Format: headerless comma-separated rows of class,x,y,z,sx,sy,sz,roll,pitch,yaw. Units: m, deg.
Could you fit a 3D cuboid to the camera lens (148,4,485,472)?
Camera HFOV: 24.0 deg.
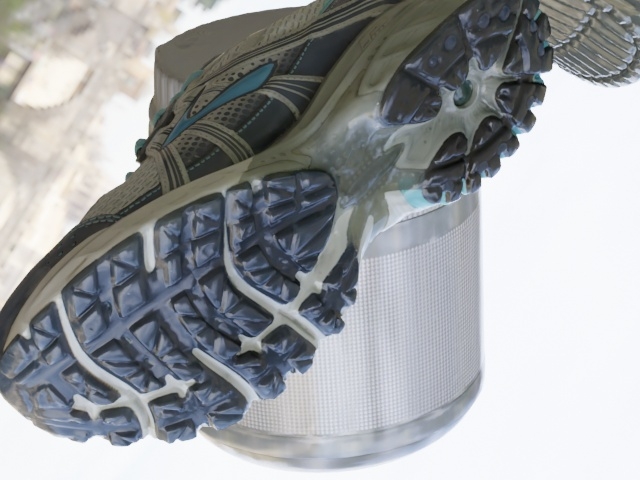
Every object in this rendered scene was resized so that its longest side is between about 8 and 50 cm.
camera lens,0.000,0.000,1.015,0.219,0.219,0.274,-88,175,-66

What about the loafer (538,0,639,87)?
loafer,0.152,-0.148,0.731,0.087,0.094,0.251,-59,-178,-14

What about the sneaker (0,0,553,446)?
sneaker,-0.031,-0.022,0.661,0.283,0.110,0.122,-37,-141,-20
